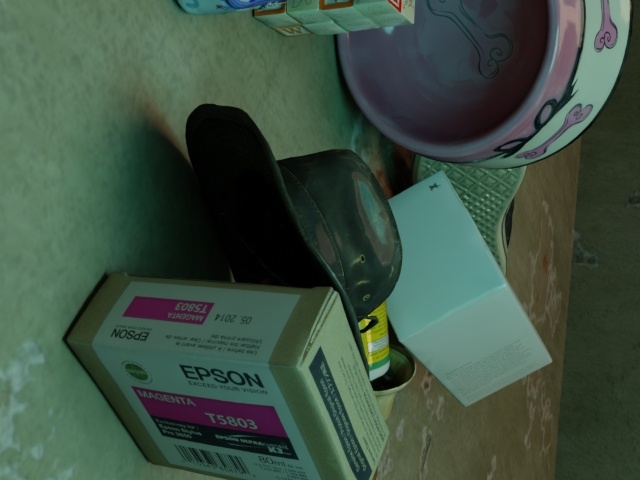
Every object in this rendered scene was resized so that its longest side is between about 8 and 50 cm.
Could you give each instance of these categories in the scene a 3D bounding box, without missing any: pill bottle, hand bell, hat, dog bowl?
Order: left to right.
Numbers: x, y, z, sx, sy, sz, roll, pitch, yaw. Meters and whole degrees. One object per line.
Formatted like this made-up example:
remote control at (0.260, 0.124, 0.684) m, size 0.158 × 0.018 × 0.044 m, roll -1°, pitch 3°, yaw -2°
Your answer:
hat at (0.000, 0.000, 0.876) m, size 0.134 × 0.331 × 0.331 m, roll -27°, pitch 122°, yaw -18°
pill bottle at (0.026, 0.070, 1.148) m, size 0.117 × 0.117 × 0.208 m, roll -25°, pitch 113°, yaw -62°
hand bell at (0.067, 0.277, 1.286) m, size 0.126 × 0.126 × 0.242 m, roll -46°, pitch 143°, yaw -55°
dog bowl at (0.195, -0.288, 1.201) m, size 0.150 × 0.408 × 0.408 m, roll -18°, pitch 108°, yaw -48°

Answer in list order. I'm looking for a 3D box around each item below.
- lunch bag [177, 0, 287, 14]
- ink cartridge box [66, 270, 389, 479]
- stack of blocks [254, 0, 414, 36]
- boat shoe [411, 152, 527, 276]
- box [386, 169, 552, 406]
lunch bag at (-0.095, -0.346, 0.917) m, size 0.176 × 0.090 × 0.219 m, roll -35°, pitch 120°, yaw -57°
ink cartridge box at (-0.077, 0.129, 0.790) m, size 0.088 × 0.234 × 0.193 m, roll -62°, pitch 143°, yaw -39°
stack of blocks at (0.075, -0.342, 1.029) m, size 0.087 × 0.297 × 0.171 m, roll 11°, pitch 80°, yaw -65°
boat shoe at (0.253, -0.095, 1.521) m, size 0.500 × 0.186 × 0.156 m, roll 78°, pitch 14°, yaw -49°
box at (0.206, 0.087, 1.370) m, size 0.345 × 0.168 × 0.215 m, roll 47°, pitch 16°, yaw -55°
